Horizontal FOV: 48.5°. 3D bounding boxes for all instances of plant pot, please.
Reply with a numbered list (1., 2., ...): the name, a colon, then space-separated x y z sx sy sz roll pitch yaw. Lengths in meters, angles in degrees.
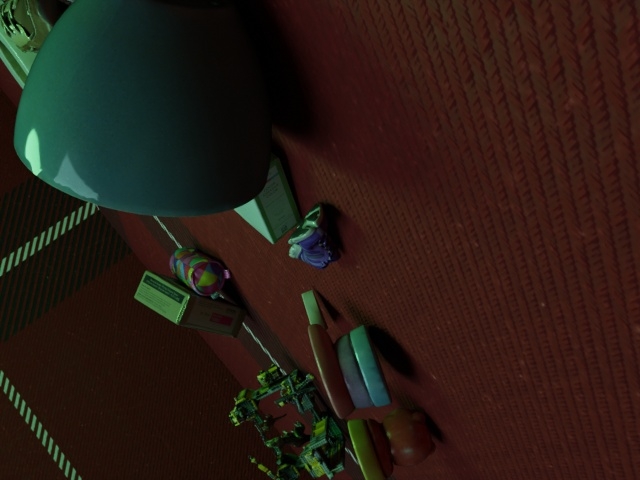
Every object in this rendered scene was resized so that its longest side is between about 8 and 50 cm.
1. plant pot: -0.181 -0.185 0.790 0.290 0.290 0.195 40 127 34

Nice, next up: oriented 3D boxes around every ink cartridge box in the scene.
1. ink cartridge box: -0.344 0.172 1.902 0.193 0.088 0.235 21 177 37
2. ink cartridge box: -0.103 -0.097 1.014 0.109 0.062 0.209 40 163 32

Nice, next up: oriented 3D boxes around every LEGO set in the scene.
1. LEGO set: -0.080 0.499 1.811 0.192 0.255 0.331 -77 -35 -78

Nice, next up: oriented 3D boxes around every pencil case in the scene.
1. pencil case: -0.321 0.079 1.863 0.236 0.104 0.104 20 144 61

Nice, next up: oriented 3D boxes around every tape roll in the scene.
1. tape roll: -0.869 -0.524 2.097 0.392 0.072 0.392 45 162 20

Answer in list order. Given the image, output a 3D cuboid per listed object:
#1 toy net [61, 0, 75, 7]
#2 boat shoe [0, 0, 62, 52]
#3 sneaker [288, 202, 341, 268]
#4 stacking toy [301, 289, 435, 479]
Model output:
1. toy net: -0.445 -0.398 1.331 0.122 0.045 0.232 44 160 27
2. boat shoe: -0.563 -0.421 1.384 0.324 0.116 0.123 -176 79 -71
3. sneaker: 0.000 0.000 1.002 0.071 0.068 0.170 34 168 7
4. stacking toy: 0.084 0.231 1.222 0.279 0.130 0.309 -107 -3 -55
